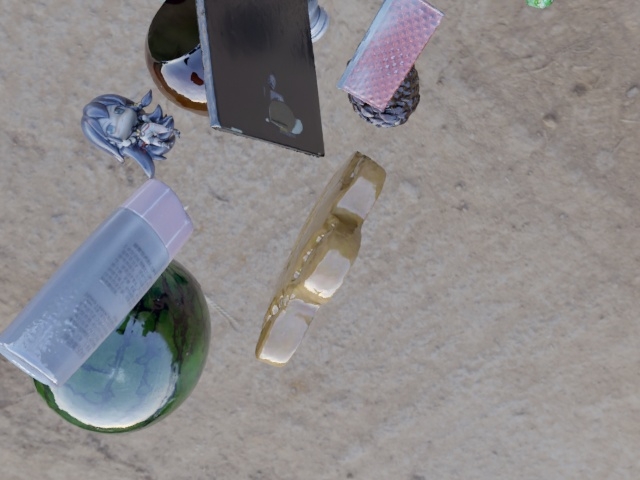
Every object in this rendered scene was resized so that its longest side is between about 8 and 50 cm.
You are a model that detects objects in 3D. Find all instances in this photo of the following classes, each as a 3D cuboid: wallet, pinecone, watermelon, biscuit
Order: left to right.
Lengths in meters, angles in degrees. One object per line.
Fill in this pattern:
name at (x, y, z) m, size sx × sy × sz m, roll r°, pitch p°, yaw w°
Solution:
watermelon at (-0.377, 0.185, 0.962) m, size 0.363 × 0.363 × 0.363 m, roll 1°, pitch 116°, yaw 1°
biscuit at (-0.002, -0.001, 0.648) m, size 0.052 × 0.355 × 0.275 m, roll 29°, pitch 120°, yaw -7°
pinecone at (0.207, -0.519, 1.665) m, size 0.242 × 0.296 × 0.298 m, roll -4°, pitch 74°, yaw 13°
wallet at (0.119, -0.331, 0.872) m, size 0.103 × 0.020 × 0.196 m, roll 26°, pitch 122°, yaw -12°

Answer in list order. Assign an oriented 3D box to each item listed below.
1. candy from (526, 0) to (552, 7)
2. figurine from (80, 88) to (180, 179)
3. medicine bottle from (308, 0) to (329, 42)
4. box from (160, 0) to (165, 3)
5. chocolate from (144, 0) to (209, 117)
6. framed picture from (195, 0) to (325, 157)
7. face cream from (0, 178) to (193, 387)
candy at (0.626, -0.789, 1.555) m, size 0.097 × 0.323 × 0.097 m, roll -5°, pitch 121°, yaw -8°
figurine at (-0.523, -0.301, 1.387) m, size 0.265 × 0.175 × 0.197 m, roll 32°, pitch 144°, yaw -6°
medicine bottle at (-0.078, -0.602, 1.263) m, size 0.135 × 0.135 × 0.215 m, roll -45°, pitch 139°, yaw 20°
box at (-0.244, -0.583, 0.710) m, size 0.177 × 0.352 × 0.344 m, roll 10°, pitch 84°, yaw 38°
chocolate at (-0.137, -0.241, 0.653) m, size 0.177 × 0.177 × 0.177 m, roll 1°, pitch 116°, yaw 1°
framed picture at (-0.058, -0.257, 0.506) m, size 0.013 × 0.244 × 0.324 m, roll -5°, pitch 91°, yaw 22°
face cream at (-0.197, 0.033, 0.459) m, size 0.057 × 0.198 × 0.084 m, roll 11°, pitch 139°, yaw 24°
